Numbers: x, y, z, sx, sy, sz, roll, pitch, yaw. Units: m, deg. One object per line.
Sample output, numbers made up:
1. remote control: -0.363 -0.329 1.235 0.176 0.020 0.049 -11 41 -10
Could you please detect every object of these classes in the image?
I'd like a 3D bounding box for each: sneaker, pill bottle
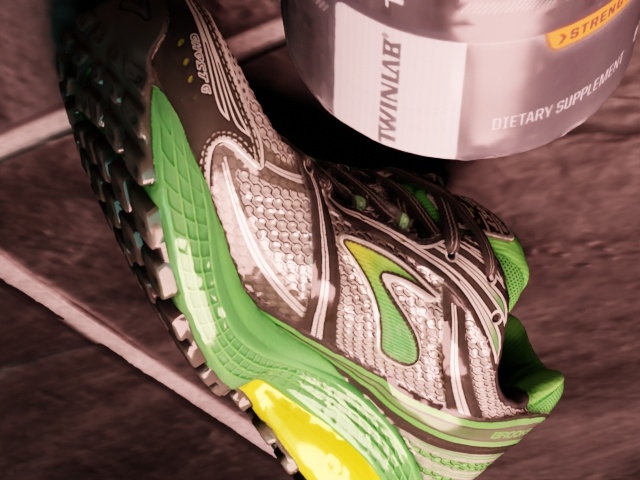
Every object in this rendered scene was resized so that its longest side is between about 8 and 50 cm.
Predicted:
1. sneaker: 0.000 0.000 0.881 0.146 0.134 0.343 -34 139 2
2. pill bottle: 0.050 -0.143 0.623 0.130 0.130 0.245 -2 148 -1
